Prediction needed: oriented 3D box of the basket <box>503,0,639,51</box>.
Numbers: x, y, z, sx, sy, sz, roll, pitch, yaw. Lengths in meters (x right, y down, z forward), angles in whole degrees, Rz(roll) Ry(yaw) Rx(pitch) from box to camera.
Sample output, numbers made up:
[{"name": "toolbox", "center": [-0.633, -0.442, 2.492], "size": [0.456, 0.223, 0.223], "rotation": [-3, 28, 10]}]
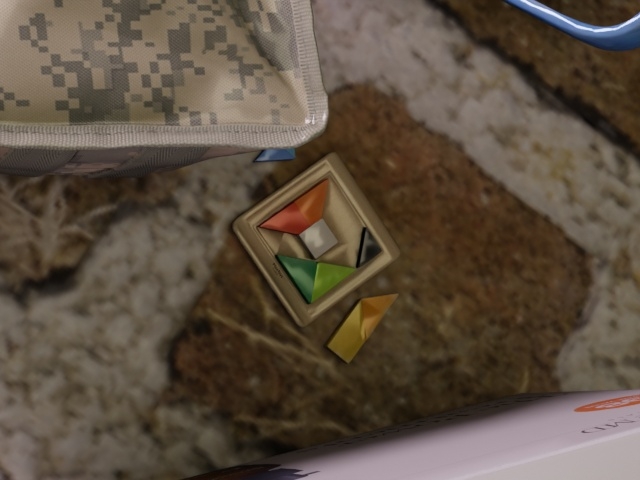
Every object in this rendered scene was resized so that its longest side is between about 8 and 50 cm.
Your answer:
[{"name": "basket", "center": [0.075, -0.241, 0.843], "size": [0.289, 0.201, 0.254], "rotation": [24, 90, 25]}]

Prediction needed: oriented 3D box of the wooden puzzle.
[{"name": "wooden puzzle", "center": [0.000, 0.000, 0.974], "size": [0.078, 0.014, 0.116], "rotation": [-44, 100, -17]}]

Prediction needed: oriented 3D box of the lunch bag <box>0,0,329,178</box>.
[{"name": "lunch bag", "center": [-0.167, -0.102, 0.803], "size": [0.287, 0.235, 0.169], "rotation": [-1, 90, -20]}]

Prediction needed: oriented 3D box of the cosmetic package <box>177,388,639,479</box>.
[{"name": "cosmetic package", "center": [-0.003, 0.147, 0.820], "size": [0.377, 0.284, 0.097], "rotation": [-12, 91, -21]}]
